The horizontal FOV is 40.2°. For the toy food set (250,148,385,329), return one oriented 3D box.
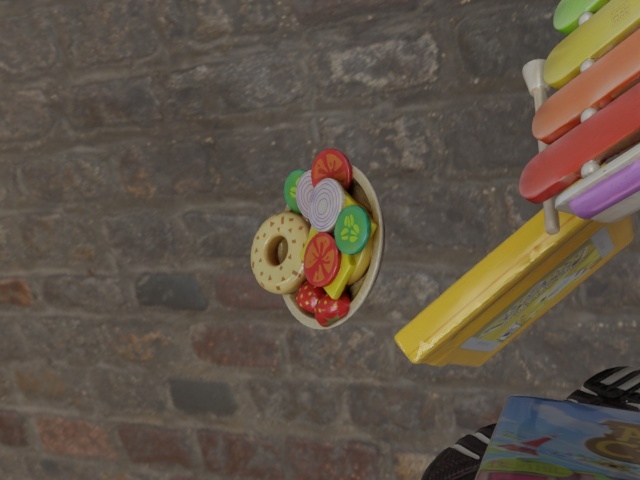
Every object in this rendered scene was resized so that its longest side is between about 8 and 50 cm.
[{"bbox_3d":[0.000,0.000,0.414,0.083,0.020,0.082,50,122,46],"label":"toy food set"}]

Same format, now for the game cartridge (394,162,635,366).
[{"bbox_3d":[0.244,0.047,1.025,0.285,0.324,0.052,-42,72,11],"label":"game cartridge"}]

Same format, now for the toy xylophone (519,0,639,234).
[{"bbox_3d":[0.222,-0.137,0.661,0.081,0.322,0.236,25,136,-21],"label":"toy xylophone"}]

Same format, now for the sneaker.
[{"bbox_3d":[0.211,0.223,0.727,0.106,0.282,0.162,13,116,58],"label":"sneaker"}]

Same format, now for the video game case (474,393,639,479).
[{"bbox_3d":[0.163,0.102,0.311,0.213,0.193,0.023,6,97,17],"label":"video game case"}]
